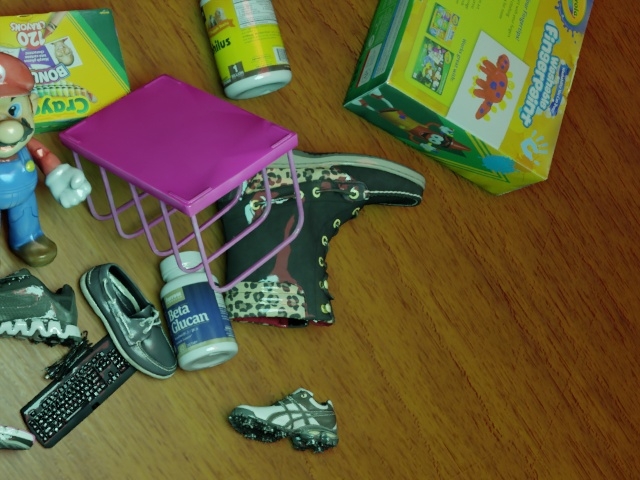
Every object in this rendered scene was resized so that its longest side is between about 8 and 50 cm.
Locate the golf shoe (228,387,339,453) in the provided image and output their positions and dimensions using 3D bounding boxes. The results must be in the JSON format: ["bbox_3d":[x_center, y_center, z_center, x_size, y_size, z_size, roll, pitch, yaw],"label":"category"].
[{"bbox_3d":[-0.059,0.279,1.715,0.198,0.077,0.094,21,59,-33],"label":"golf shoe"}]

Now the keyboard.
[{"bbox_3d":[-0.356,0.209,1.569,0.192,0.038,0.100,-44,103,-30],"label":"keyboard"}]

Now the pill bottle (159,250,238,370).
[{"bbox_3d":[-0.193,0.106,1.640,0.094,0.094,0.169,-7,68,-31],"label":"pill bottle"}]

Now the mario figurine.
[{"bbox_3d":[-0.429,-0.096,1.438,0.198,0.170,0.320,-50,147,-56],"label":"mario figurine"}]

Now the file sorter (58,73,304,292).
[{"bbox_3d":[-0.194,-0.082,1.554,0.202,0.291,0.182,-37,137,-30],"label":"file sorter"}]

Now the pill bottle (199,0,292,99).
[{"bbox_3d":[-0.129,-0.350,1.764,0.117,0.117,0.215,-15,88,-32],"label":"pill bottle"}]

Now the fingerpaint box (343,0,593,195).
[{"bbox_3d":[0.288,-0.366,1.985,0.371,0.163,0.444,27,68,-23],"label":"fingerpaint box"}]

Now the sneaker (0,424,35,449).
[{"bbox_3d":[-0.480,0.291,1.465,0.170,0.063,0.074,4,78,-25],"label":"sneaker"}]

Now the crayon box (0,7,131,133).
[{"bbox_3d":[-0.433,-0.245,1.585,0.278,0.081,0.165,-13,87,-32],"label":"crayon box"}]

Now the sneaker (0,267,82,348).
[{"bbox_3d":[-0.451,0.089,1.516,0.234,0.078,0.106,11,70,-31],"label":"sneaker"}]

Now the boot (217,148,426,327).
[{"bbox_3d":[0.000,0.000,1.758,0.377,0.138,0.284,5,77,-26],"label":"boot"}]

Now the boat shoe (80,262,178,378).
[{"bbox_3d":[-0.277,0.121,1.605,0.206,0.065,0.075,53,38,-9],"label":"boat shoe"}]
